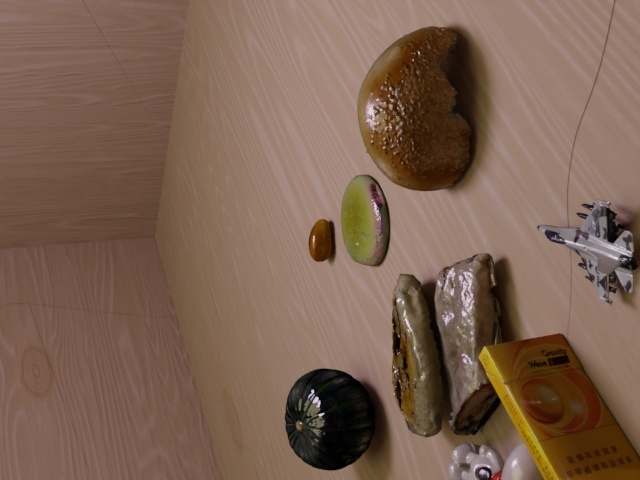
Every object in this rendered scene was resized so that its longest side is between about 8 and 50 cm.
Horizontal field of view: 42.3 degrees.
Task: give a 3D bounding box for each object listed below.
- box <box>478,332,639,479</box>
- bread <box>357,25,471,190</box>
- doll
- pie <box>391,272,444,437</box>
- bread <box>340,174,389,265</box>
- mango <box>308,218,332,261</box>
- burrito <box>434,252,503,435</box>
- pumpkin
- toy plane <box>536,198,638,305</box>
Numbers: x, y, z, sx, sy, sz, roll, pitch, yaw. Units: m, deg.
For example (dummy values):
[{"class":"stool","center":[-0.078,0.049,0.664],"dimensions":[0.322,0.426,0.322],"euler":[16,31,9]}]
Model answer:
[{"class":"box","center":[0.365,0.267,1.257],"dimensions":[0.043,0.152,0.269],"euler":[109,148,-43]},{"class":"bread","center":[0.170,-0.243,1.554],"dimensions":[0.171,0.192,0.314],"euler":[-153,61,-65]},{"class":"doll","center":[0.326,0.450,1.437],"dimensions":[0.271,0.144,0.208],"euler":[144,139,-60]},{"class":"pie","center":[0.185,0.229,1.669],"dimensions":[0.339,0.077,0.339],"euler":[177,90,-88]},{"class":"bread","center":[0.099,-0.043,1.964],"dimensions":[0.228,0.033,0.229],"euler":[175,90,-65]},{"class":"mango","center":[0.000,0.000,2.168],"dimensions":[0.080,0.060,0.114],"euler":[-115,25,-67]},{"class":"burrito","center":[0.278,0.199,1.519],"dimensions":[0.175,0.107,0.348],"euler":[164,102,-80]},{"class":"pumpkin","center":[0.025,0.438,2.029],"dimensions":[0.249,0.216,0.250],"euler":[-2,86,34]},{"class":"toy plane","center":[0.403,0.006,1.228],"dimensions":[0.234,0.082,0.160],"euler":[-117,18,-70]}]
